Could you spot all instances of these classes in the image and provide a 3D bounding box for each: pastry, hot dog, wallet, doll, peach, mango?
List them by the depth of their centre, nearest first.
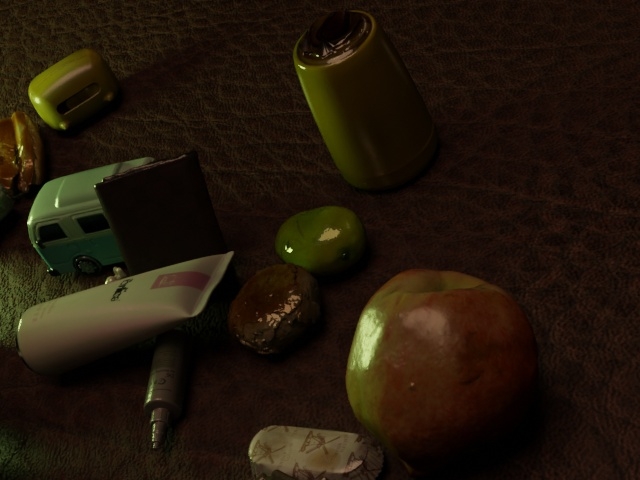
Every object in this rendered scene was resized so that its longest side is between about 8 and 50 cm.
[{"bbox_3d":[0.144,0.168,1.293,0.232,0.257,0.232,4,11,-1],"label":"peach"},{"bbox_3d":[-0.007,0.283,1.378,0.192,0.053,0.099,-2,49,26],"label":"hot dog"},{"bbox_3d":[-0.068,0.100,1.578,0.153,0.081,0.153,-17,46,18],"label":"pastry"},{"bbox_3d":[-0.002,0.005,1.638,0.163,0.089,0.117,-11,46,40],"label":"mango"},{"bbox_3d":[-0.245,-0.014,1.711,0.181,0.229,0.049,-16,10,15],"label":"wallet"},{"bbox_3d":[-0.362,0.086,1.806,0.085,0.040,0.058,-39,31,-9],"label":"doll"},{"bbox_3d":[-0.624,-0.183,2.214,0.109,0.072,0.270,-25,42,4],"label":"hot dog"}]

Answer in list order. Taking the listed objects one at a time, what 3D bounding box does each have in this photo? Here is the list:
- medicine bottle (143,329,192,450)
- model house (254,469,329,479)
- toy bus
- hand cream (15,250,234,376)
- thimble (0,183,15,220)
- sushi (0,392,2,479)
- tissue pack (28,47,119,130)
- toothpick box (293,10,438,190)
[{"bbox_3d":[-0.228,0.223,1.567,0.057,0.058,0.199,-14,43,18],"label":"medicine bottle"},{"bbox_3d":[-0.057,0.371,1.265,0.188,0.122,0.229,14,60,43],"label":"model house"},{"bbox_3d":[-0.378,-0.044,1.848,0.271,0.165,0.133,-11,44,21],"label":"toy bus"},{"bbox_3d":[-0.307,0.112,1.653,0.358,0.118,0.185,-20,20,22],"label":"hand cream"},{"bbox_3d":[-0.709,-0.080,2.073,0.211,0.185,0.149,29,69,30],"label":"thimble"},{"bbox_3d":[-0.629,0.291,1.570,0.328,0.285,0.329,-50,39,22],"label":"sushi"},{"bbox_3d":[-0.517,-0.314,2.240,0.178,0.123,0.127,-34,36,-5],"label":"tissue pack"},{"bbox_3d":[0.066,-0.225,1.681,0.175,0.271,0.175,-17,42,16],"label":"toothpick box"}]
